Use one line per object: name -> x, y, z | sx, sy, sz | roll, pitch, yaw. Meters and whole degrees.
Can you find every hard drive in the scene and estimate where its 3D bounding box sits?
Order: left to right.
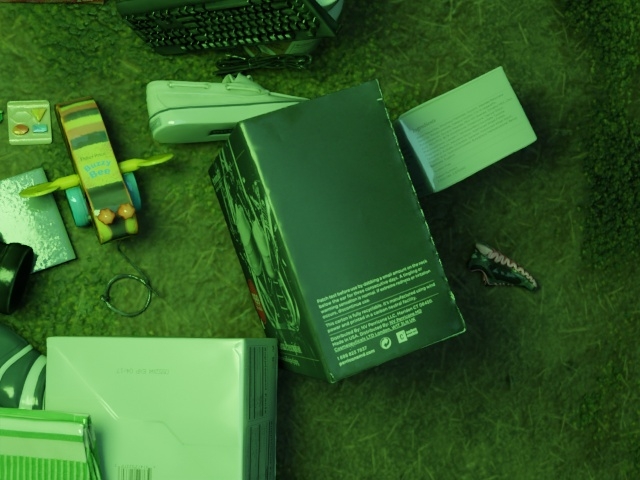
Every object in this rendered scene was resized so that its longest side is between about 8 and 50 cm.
hard drive -> -0.404, -0.022, 1.214 | 0.094, 0.022, 0.135 | -20, 90, -15

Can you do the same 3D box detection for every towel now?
towel -> -0.366, 0.347, 1.076 | 0.247, 0.038, 0.325 | 1, 112, 12

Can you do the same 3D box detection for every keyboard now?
keyboard -> -0.112, -0.274, 1.185 | 0.201, 0.317, 0.033 | 33, 68, -49

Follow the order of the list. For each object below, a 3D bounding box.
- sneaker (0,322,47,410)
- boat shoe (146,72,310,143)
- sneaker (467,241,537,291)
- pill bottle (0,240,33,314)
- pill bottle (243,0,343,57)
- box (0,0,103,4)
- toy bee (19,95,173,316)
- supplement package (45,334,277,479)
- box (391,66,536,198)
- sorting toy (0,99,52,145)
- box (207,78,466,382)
sneaker -> -0.453, 0.247, 1.138 | 0.153, 0.099, 0.282 | 31, 76, -8
boat shoe -> -0.118, -0.192, 1.255 | 0.267, 0.096, 0.088 | -8, 76, -25
sneaker -> 0.279, 0.052, 1.372 | 0.119, 0.047, 0.057 | 31, 98, -8
pill bottle -> -0.489, 0.022, 1.129 | 0.219, 0.123, 0.123 | 17, 81, -6
pill bottle -> -0.039, -0.332, 1.227 | 0.131, 0.229, 0.131 | 1, 84, -14
box -> -0.374, -0.489, 1.204 | 0.154, 0.142, 0.300 | -3, 86, -14
toy bee -> -0.276, -0.064, 1.179 | 0.195, 0.162, 0.298 | -40, 95, -17
supplement package -> -0.199, 0.224, 1.128 | 0.261, 0.145, 0.204 | -1, 84, 15
box -> 0.181, -0.145, 1.289 | 0.182, 0.181, 0.119 | -28, 92, -15
sorting toy -> -0.418, -0.164, 1.229 | 0.083, 0.012, 0.062 | -4, 86, -15
box -> 0.000, 0.000, 1.149 | 0.178, 0.343, 0.313 | -19, 89, -14
